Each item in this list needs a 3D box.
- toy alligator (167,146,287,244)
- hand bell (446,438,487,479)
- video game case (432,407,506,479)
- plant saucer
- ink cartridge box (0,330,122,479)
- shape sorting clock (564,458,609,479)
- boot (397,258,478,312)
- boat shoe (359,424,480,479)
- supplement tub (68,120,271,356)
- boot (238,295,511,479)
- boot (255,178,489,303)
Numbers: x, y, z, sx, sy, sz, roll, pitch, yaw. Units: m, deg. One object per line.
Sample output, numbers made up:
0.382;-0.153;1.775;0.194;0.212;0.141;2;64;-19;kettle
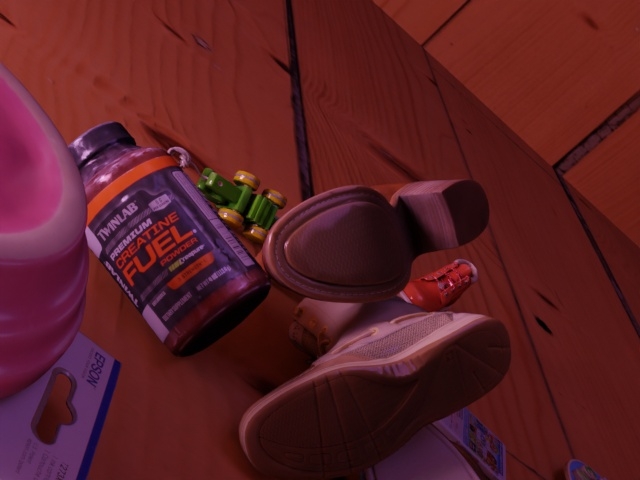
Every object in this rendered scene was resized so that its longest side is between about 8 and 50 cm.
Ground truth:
-0.098;-0.047;1.187;0.190;0.056;0.051;33;-17;-31;toy alligator
0.175;0.261;1.085;0.126;0.126;0.242;28;8;-42;hand bell
0.167;0.219;1.277;0.122;0.011;0.087;44;20;-8;video game case
-0.261;-0.057;0.652;0.332;0.084;0.332;40;19;-17;plant saucer
-0.289;0.026;0.646;0.371;0.069;0.175;38;21;-17;ink cartridge box
0.374;0.359;1.390;0.206;0.040;0.206;40;22;-20;shape sorting clock
0.152;0.059;1.440;0.059;0.085;0.158;53;22;11;boot
0.122;0.303;0.948;0.112;0.095;0.335;-15;53;-27;boat shoe
-0.139;-0.005;0.944;0.198;0.106;0.106;50;20;10;supplement tub
0.012;0.117;1.013;0.203;0.262;0.095;18;-54;58;boot
0.000;0.000;1.083;0.283;0.220;0.109;-25;100;-43;boot
